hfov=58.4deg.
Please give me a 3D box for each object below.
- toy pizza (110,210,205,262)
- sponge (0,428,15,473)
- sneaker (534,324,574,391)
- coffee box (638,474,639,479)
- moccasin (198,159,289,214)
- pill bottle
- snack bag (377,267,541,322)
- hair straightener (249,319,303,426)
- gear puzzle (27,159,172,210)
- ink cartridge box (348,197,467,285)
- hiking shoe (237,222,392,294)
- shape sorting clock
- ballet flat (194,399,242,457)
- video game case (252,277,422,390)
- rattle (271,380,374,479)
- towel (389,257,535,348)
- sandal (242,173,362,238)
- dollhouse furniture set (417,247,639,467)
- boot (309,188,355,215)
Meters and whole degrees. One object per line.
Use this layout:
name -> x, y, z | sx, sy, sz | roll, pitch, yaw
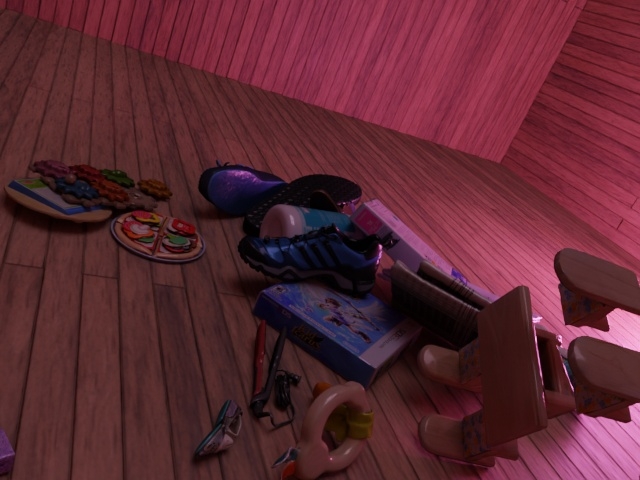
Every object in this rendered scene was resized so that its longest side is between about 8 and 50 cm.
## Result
toy pizza -> -0.342, -0.017, 1.222 | 0.201, 0.032, 0.201 | 20, 23, -9
sponge -> -0.451, 0.224, 0.595 | 0.210, 0.031, 0.117 | -4, 34, -47
sneaker -> 0.519, 0.298, 1.286 | 0.110, 0.107, 0.275 | -10, 30, -21
coffee box -> 0.835, 0.439, 0.924 | 0.338, 0.337, 0.334 | 18, 24, -12
moccasin -> -0.218, -0.136, 1.511 | 0.117, 0.137, 0.342 | 29, 9, 25
pill bottle -> 0.000, 0.000, 1.355 | 0.264, 0.146, 0.146 | 6, 28, -34
snack bag -> 0.355, 0.145, 1.444 | 0.323, 0.037, 0.343 | 27, 14, 34
hair straightener -> -0.067, 0.218, 0.943 | 0.089, 0.047, 0.230 | 18, 24, -12
gear puzzle -> -0.457, -0.128, 1.290 | 0.175, 0.044, 0.339 | 34, 16, 26
ink cartridge box -> 0.212, 0.026, 1.353 | 0.311, 0.065, 0.186 | 41, 15, 6
hiking shoe -> -0.016, 0.014, 1.178 | 0.304, 0.132, 0.113 | 11, 22, -19
shape sorting clock -> -0.535, -0.083, 1.173 | 0.206, 0.040, 0.206 | 25, 15, -7
ballet flat -> -0.134, 0.265, 0.793 | 0.041, 0.041, 0.114 | 24, 24, 3
video game case -> 0.042, 0.160, 1.157 | 0.270, 0.061, 0.244 | 32, 23, 20
rattle -> -0.029, 0.276, 0.830 | 0.200, 0.130, 0.143 | -33, 43, -32
towel -> 0.287, 0.157, 1.175 | 0.324, 0.056, 0.312 | 29, -15, 17
sandal -> -0.050, -0.080, 1.572 | 0.168, 0.107, 0.446 | 35, 38, 23
dollhouse furniture set -> 0.244, 0.247, 0.804 | 0.257, 0.362, 0.394 | 18, 53, -16
boot -> 0.035, -0.077, 1.487 | 0.082, 0.219, 0.106 | -5, 46, 23
